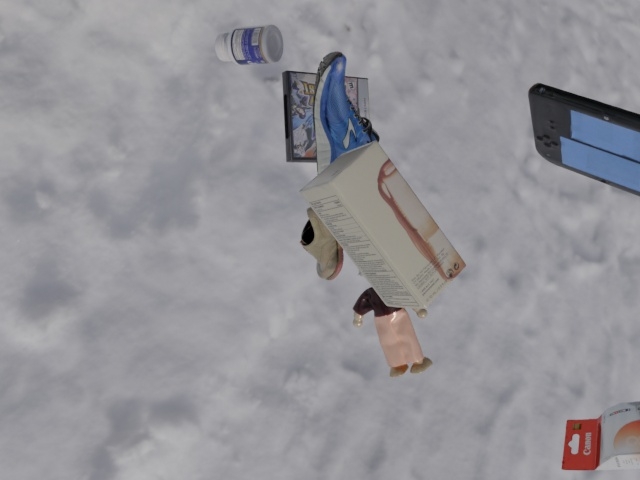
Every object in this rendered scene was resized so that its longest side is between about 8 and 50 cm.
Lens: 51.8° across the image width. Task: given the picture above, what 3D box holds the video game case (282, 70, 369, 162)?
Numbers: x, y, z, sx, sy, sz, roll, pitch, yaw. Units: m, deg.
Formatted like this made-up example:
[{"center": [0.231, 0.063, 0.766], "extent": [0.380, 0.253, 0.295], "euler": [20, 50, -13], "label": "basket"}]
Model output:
[{"center": [0.023, -0.345, 1.871], "extent": [0.274, 0.035, 0.249], "euler": [-3, 91, -31], "label": "video game case"}]

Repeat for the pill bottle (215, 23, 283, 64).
[{"center": [-0.215, -0.582, 1.967], "extent": [0.112, 0.186, 0.112], "euler": [-19, 111, -61], "label": "pill bottle"}]

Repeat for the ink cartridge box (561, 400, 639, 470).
[{"center": [0.552, 0.370, 1.257], "extent": [0.145, 0.179, 0.045], "euler": [-51, 124, -53], "label": "ink cartridge box"}]

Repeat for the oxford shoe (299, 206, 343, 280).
[{"center": [0.000, 0.000, 1.885], "extent": [0.130, 0.348, 0.123], "euler": [-7, 52, -11], "label": "oxford shoe"}]

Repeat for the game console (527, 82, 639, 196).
[{"center": [0.693, -0.225, 1.590], "extent": [0.060, 0.386, 0.342], "euler": [-60, 151, -5], "label": "game console"}]

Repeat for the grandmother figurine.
[{"center": [0.179, 0.187, 1.755], "extent": [0.104, 0.207, 0.343], "euler": [-43, 117, -75], "label": "grandmother figurine"}]

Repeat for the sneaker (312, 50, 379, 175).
[{"center": [0.059, -0.267, 1.491], "extent": [0.130, 0.147, 0.330], "euler": [-87, 173, -53], "label": "sneaker"}]

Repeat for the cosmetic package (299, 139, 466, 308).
[{"center": [0.116, -0.024, 1.239], "extent": [0.129, 0.153, 0.296], "euler": [-43, 105, -19], "label": "cosmetic package"}]
